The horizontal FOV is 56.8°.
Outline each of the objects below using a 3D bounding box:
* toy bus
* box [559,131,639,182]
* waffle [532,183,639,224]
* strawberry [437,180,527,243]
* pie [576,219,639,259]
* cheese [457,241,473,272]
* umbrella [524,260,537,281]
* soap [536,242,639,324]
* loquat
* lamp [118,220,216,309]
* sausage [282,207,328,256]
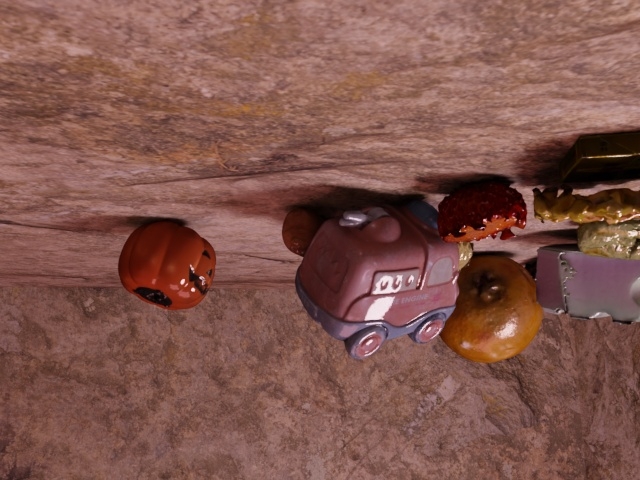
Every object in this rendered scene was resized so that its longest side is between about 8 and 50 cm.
[{"bbox_3d":[0.109,0.042,1.005,0.294,0.232,0.197,-6,-143,-32],"label":"toy bus"},{"bbox_3d":[0.404,-0.103,0.721,0.193,0.030,0.121,-4,171,11],"label":"box"},{"bbox_3d":[0.403,-0.054,0.807,0.262,0.060,0.280,-3,-178,-26],"label":"waffle"},{"bbox_3d":[0.242,-0.043,0.902,0.145,0.086,0.145,-2,173,0],"label":"strawberry"},{"bbox_3d":[0.654,-0.002,1.208,0.248,0.090,0.201,0,175,15],"label":"pie"},{"bbox_3d":[0.241,0.018,1.270,0.123,0.094,0.167,-6,170,40],"label":"cheese"},{"bbox_3d":[0.711,0.105,1.904,0.090,0.094,0.326,-29,171,1],"label":"umbrella"},{"bbox_3d":[0.729,0.090,1.417,0.446,0.156,0.261,-2,-172,-28],"label":"soap"},{"bbox_3d":[0.487,0.197,1.744,0.328,0.328,0.328,-1,171,0],"label":"loquat"},{"bbox_3d":[-0.296,0.043,1.163,0.187,0.164,0.188,12,152,6],"label":"lamp"},{"bbox_3d":[0.000,-0.001,1.144,0.086,0.086,0.289,-4,171,18],"label":"sausage"}]
